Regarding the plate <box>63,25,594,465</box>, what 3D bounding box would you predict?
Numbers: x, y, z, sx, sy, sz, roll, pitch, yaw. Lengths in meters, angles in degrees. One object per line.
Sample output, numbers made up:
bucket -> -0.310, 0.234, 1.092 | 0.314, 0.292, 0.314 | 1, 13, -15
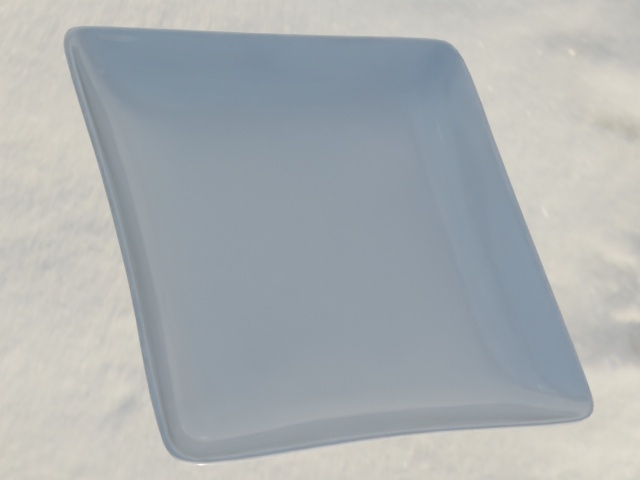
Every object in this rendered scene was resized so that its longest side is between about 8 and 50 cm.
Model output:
plate -> 0.000, 0.000, 0.993 | 0.278, 0.277, 0.045 | -2, 150, -29
